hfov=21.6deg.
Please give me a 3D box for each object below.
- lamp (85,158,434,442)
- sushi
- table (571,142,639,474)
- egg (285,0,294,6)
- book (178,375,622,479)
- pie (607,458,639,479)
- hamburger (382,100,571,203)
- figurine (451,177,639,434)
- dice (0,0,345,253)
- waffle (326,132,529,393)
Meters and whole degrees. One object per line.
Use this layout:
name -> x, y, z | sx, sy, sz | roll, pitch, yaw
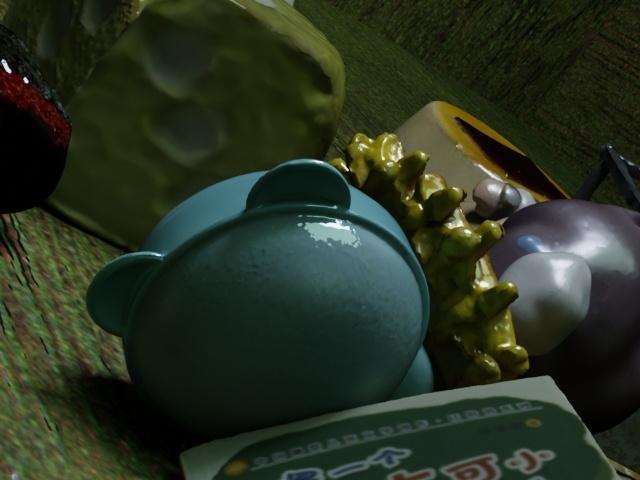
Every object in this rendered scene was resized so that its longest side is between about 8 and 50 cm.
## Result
lamp -> -0.020, 0.068, 1.157 | 0.284, 0.209, 0.147 | 50, 15, -57
sushi -> -0.283, -0.107, 1.205 | 0.225, 0.136, 0.126 | 29, 24, -50
table -> 0.378, 0.104, 1.664 | 0.335, 0.222, 0.272 | 30, 15, -9
egg -> -0.182, -0.339, 1.923 | 0.345, 0.283, 0.283 | 42, 14, 19
book -> 0.074, 0.203, 0.952 | 0.260, 0.043, 0.371 | -10, 27, -10
pie -> 0.337, 0.254, 1.692 | 0.339, 0.077, 0.339 | 35, 13, -9
hamburger -> 0.188, -0.033, 2.060 | 0.300, 0.176, 0.300 | 36, 13, -10
figurine -> 0.164, 0.022, 1.458 | 0.218, 0.206, 0.365 | -9, 33, -22
dice -> -0.138, -0.134, 1.452 | 0.238, 0.233, 0.227 | 29, 14, -34
waffle -> 0.076, 0.075, 1.298 | 0.069, 0.293, 0.260 | -20, 34, -23
